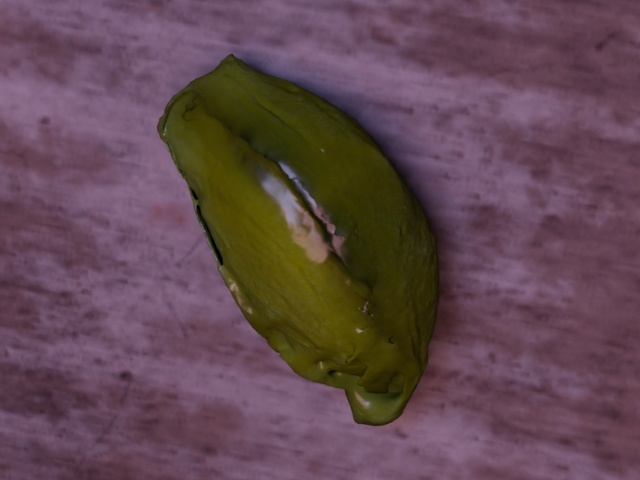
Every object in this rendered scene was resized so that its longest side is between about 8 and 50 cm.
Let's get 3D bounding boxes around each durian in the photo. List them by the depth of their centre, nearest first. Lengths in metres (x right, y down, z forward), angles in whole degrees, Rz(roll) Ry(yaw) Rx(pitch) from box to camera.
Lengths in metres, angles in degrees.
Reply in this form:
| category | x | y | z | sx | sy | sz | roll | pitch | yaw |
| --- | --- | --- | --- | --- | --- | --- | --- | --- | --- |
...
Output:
| category | x | y | z | sx | sy | sz | roll | pitch | yaw |
| --- | --- | --- | --- | --- | --- | --- | --- | --- | --- |
| durian | 0.000 | 0.000 | 1.157 | 0.250 | 0.101 | 0.139 | 53 | 147 | -9 |
